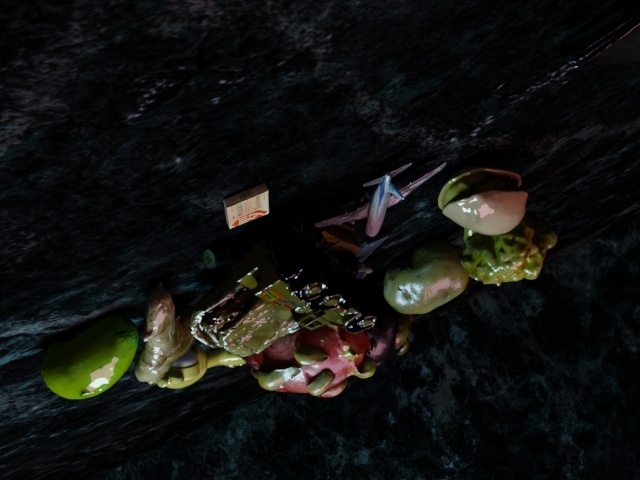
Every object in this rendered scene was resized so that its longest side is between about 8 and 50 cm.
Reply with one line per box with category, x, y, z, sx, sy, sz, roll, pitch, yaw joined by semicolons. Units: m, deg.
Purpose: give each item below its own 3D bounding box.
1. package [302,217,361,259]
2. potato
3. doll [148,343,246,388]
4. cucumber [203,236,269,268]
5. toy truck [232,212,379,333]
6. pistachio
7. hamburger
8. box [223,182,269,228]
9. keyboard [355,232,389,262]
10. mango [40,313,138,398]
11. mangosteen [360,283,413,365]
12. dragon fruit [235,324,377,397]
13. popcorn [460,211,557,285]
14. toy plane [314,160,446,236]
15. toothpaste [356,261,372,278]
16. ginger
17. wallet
package;0.000;0.000;1.421;0.071;0.047;0.131;-34;144;30
potato;0.239;0.085;1.990;0.200;0.137;0.154;-35;169;20
doll;-0.241;0.250;1.888;0.117;0.086;0.291;0;-170;44
cucumber;-0.114;0.015;1.319;0.133;0.032;0.032;-14;163;-43
toy truck;-0.014;0.071;1.353;0.127;0.127;0.257;-35;147;17
pistachio;0.276;-0.064;1.518;0.145;0.117;0.200;-26;167;28
hamburger;-0.124;0.104;1.480;0.183;0.130;0.206;-40;152;3
box;-0.096;-0.044;1.150;0.058;0.015;0.093;-24;166;-10
keyboard;0.080;0.028;1.756;0.055;0.014;0.176;-19;166;-26
mango;-0.359;0.187;1.409;0.178;0.100;0.119;-39;159;15
mangosteen;0.116;0.200;2.077;0.210;0.210;0.210;-23;167;-6
dragon fruit;-0.040;0.204;1.787;0.243;0.227;0.307;-37;-152;-13
popcorn;0.386;0.008;1.862;0.156;0.197;0.197;20;142;-30
toy plane;0.088;-0.055;1.345;0.226;0.058;0.226;-25;171;-13
toothpaste;0.024;0.056;1.702;0.197;0.034;0.057;2;156;-38
ginger;-0.257;0.155;1.460;0.148;0.081;0.333;-41;172;-17
wallet;0.458;-0.279;1.162;0.318;0.045;0.172;-12;163;-49
